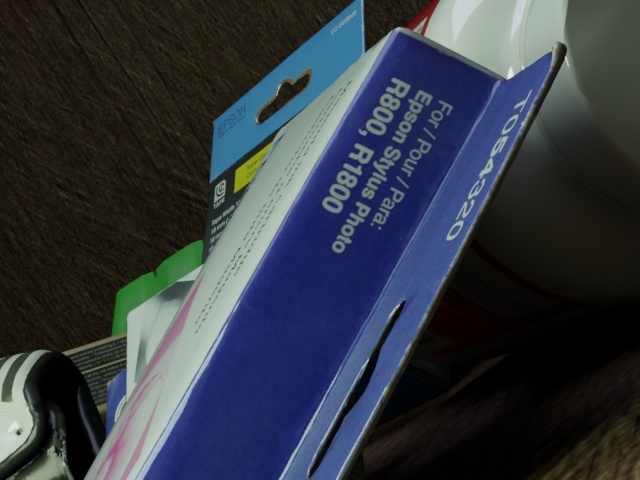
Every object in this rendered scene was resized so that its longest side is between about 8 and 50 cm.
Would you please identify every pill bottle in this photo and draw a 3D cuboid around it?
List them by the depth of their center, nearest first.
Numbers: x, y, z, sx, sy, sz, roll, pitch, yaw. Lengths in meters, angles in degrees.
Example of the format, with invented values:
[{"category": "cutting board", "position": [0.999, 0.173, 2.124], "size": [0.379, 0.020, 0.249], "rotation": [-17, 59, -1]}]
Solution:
[{"category": "pill bottle", "position": [0.141, -0.059, 0.944], "size": [0.229, 0.229, 0.408], "rotation": [-32, -1, -20]}]

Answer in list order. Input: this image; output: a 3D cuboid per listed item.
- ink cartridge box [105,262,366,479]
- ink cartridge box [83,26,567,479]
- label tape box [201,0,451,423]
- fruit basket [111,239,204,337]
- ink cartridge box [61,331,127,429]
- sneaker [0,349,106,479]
[{"category": "ink cartridge box", "position": [-0.075, 0.114, 0.957], "size": [0.224, 0.045, 0.223], "rotation": [-35, 40, 26]}, {"category": "ink cartridge box", "position": [-0.036, 0.060, 0.739], "size": [0.324, 0.071, 0.330], "rotation": [-61, 7, -14]}, {"category": "label tape box", "position": [0.000, 0.000, 1.287], "size": [0.241, 0.106, 0.333], "rotation": [-34, 42, 44]}, {"category": "fruit basket", "position": [-0.079, 0.138, 1.959], "size": [0.392, 0.283, 0.392], "rotation": [-20, 45, 21]}, {"category": "ink cartridge box", "position": [-0.212, 0.196, 1.589], "size": [0.193, 0.088, 0.234], "rotation": [-16, -33, -20]}, {"category": "sneaker", "position": [-0.289, 0.219, 1.023], "size": [0.257, 0.169, 0.447], "rotation": [-24, 26, 33]}]
